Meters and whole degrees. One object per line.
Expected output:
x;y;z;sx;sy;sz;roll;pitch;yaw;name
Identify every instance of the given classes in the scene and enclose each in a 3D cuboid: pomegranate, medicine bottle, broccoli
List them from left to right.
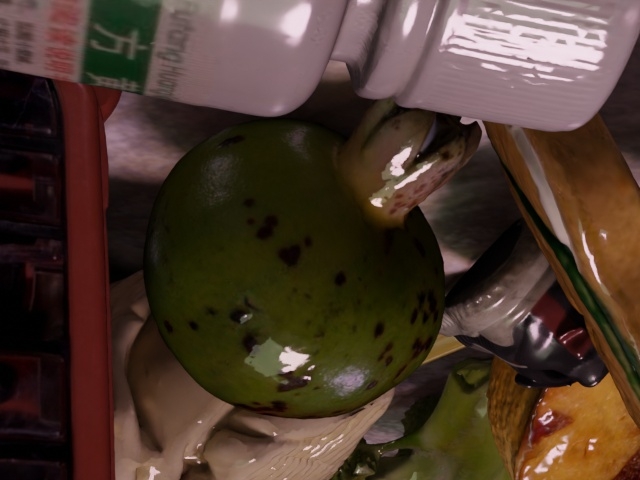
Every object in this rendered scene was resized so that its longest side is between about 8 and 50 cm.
-0.049;-0.156;0.724;0.340;0.208;0.208;11;159;-6;medicine bottle
0.000;0.000;1.169;0.202;0.202;0.248;26;123;-39;pomegranate
0.093;0.191;1.655;0.254;0.186;0.302;-15;124;9;broccoli

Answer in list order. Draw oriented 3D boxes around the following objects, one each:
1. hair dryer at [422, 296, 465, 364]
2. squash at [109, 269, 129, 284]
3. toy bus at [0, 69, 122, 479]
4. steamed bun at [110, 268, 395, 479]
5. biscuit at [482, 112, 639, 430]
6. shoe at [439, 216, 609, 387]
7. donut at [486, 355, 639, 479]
0.046;0.089;1.482;0.279;0.090;0.135;-25;176;33;hair dryer
-0.167;0.056;1.509;0.252;0.066;0.066;21;155;-28;squash
-0.235;0.080;1.117;0.233;0.426;0.203;4;162;-24;toy bus
-0.117;0.122;1.357;0.276;0.203;0.289;-11;150;-50;steamed bun
0.157;0.013;1.049;0.057;0.287;0.343;-29;121;6;biscuit
0.142;0.054;1.262;0.112;0.099;0.227;43;177;7;shoe
0.213;0.153;1.481;0.151;0.112;0.295;-46;130;11;donut
